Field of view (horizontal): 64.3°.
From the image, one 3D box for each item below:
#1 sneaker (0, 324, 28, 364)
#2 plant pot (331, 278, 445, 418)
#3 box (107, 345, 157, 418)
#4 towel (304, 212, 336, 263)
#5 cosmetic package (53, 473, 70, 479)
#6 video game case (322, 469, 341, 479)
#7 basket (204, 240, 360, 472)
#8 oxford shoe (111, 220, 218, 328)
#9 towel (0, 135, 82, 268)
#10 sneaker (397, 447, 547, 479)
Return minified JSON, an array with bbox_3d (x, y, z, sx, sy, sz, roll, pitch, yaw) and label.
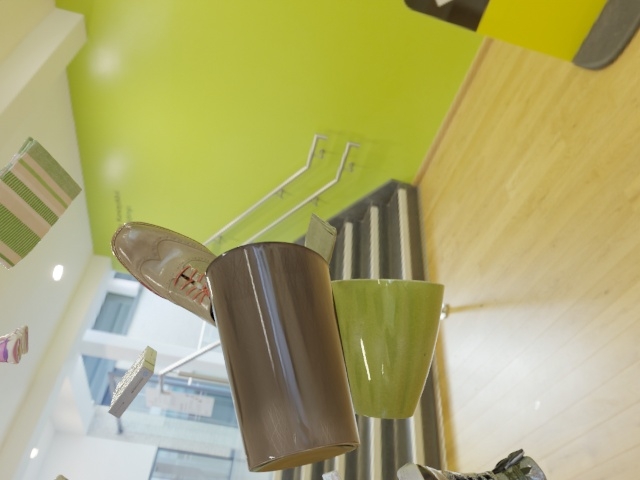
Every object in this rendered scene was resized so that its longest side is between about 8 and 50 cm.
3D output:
[{"bbox_3d":[-0.987,0.328,1.602,0.236,0.104,0.095,-173,80,-71],"label":"sneaker"},{"bbox_3d":[0.149,0.248,1.176,0.275,0.274,0.294,137,135,-76],"label":"plant pot"},{"bbox_3d":[-0.504,0.377,1.377,0.145,0.038,0.186,-53,16,-6],"label":"box"},{"bbox_3d":[0.000,0.000,1.494,0.110,0.027,0.148,41,137,30],"label":"towel"},{"bbox_3d":[-0.548,0.602,0.969,0.309,0.113,0.160,-53,1,33],"label":"cosmetic package"},{"bbox_3d":[0.070,0.802,1.538,0.206,0.026,0.227,62,162,21],"label":"video game case"},{"bbox_3d":[-0.042,0.144,0.613,0.204,0.154,0.227,49,-157,-58],"label":"basket"},{"bbox_3d":[-0.209,0.073,0.902,0.123,0.348,0.130,-60,11,-12],"label":"oxford shoe"},{"bbox_3d":[-0.860,-0.102,1.463,0.325,0.038,0.248,-63,-25,-27],"label":"towel"},{"bbox_3d":[0.211,0.324,0.660,0.153,0.269,0.101,-38,37,5],"label":"sneaker"}]
